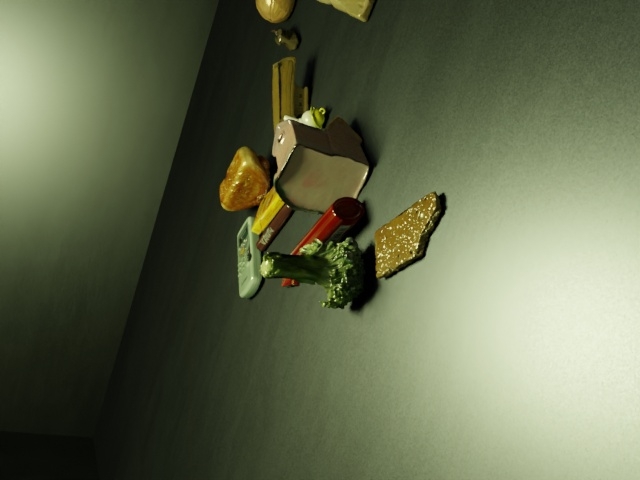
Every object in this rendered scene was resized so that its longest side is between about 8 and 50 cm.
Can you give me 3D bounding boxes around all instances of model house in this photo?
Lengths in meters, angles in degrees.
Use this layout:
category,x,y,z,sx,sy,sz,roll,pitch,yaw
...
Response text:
category,x,y,z,sx,sy,sz,roll,pitch,yaw
model house,-0.020,-0.223,1.725,0.237,0.236,0.202,-103,31,-49

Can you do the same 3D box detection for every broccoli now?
category,x,y,z,sx,sy,sz,roll,pitch,yaw
broccoli,-0.018,0.048,1.539,0.177,0.274,0.199,-58,21,34

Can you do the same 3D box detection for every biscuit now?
category,x,y,z,sx,sy,sz,roll,pitch,yaw
biscuit,0.201,-0.008,1.417,0.237,0.026,0.131,-37,48,49

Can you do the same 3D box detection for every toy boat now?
category,x,y,z,sx,sy,sz,roll,pitch,yaw
toy boat,-0.101,-0.469,2.113,0.089,0.121,0.321,-6,85,61

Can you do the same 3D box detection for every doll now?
category,x,y,z,sx,sy,sz,roll,pitch,yaw
doll,-0.060,-0.368,1.996,0.207,0.129,0.081,-33,19,34

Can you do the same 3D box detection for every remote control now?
category,x,y,z,sx,sy,sz,roll,pitch,yaw
remote control,-0.259,0.064,2.213,0.140,0.056,0.296,126,147,-45

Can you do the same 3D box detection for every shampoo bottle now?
category,x,y,z,sx,sy,sz,roll,pitch,yaw
shampoo bottle,0.000,-0.001,1.703,0.076,0.118,0.314,52,134,11

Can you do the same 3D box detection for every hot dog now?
category,x,y,z,sx,sy,sz,roll,pitch,yaw
hot dog,-0.264,-0.218,2.259,0.257,0.153,0.150,-57,37,36

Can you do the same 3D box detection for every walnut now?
category,x,y,z,sx,sy,sz,roll,pitch,yaw
walnut,-0.179,-0.978,2.464,0.165,0.165,0.197,20,92,63

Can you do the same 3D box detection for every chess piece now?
category,x,y,z,sx,sy,sz,roll,pitch,yaw
chess piece,0.082,-0.787,1.944,0.301,0.137,0.137,49,121,43

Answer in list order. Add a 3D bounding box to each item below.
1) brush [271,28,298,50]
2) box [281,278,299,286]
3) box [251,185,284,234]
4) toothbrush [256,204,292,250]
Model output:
category,x,y,z,sx,sy,sz,roll,pitch,yaw
brush,-0.153,-0.812,2.427,0.071,0.084,0.301,-66,23,19
box,-0.091,0.117,1.910,0.082,0.023,0.052,-16,65,60
box,-0.147,-0.149,2.085,0.269,0.043,0.152,-48,20,43
toothbrush,-0.127,-0.082,2.054,0.364,0.040,0.041,-51,36,40
